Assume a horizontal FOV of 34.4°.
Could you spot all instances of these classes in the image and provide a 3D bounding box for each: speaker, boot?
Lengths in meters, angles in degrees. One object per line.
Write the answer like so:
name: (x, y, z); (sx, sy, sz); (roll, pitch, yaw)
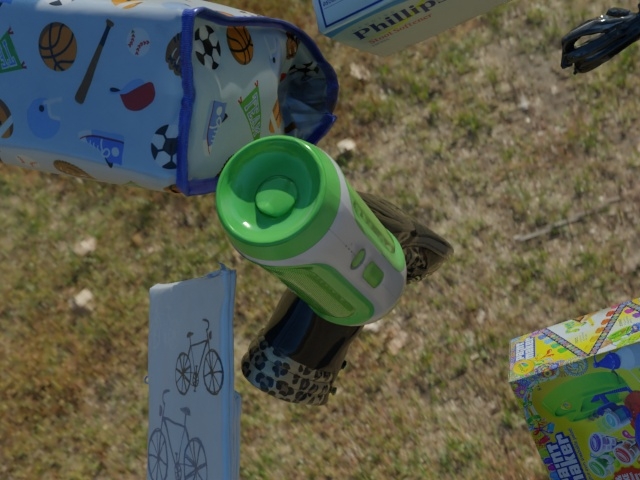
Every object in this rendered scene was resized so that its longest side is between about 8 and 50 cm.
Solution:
speaker: (0.000, 0.000, 1.051); (0.131, 0.296, 0.131); (-6, 70, 17)
boot: (0.043, 0.083, 1.466); (0.138, 0.377, 0.284); (33, 98, 17)

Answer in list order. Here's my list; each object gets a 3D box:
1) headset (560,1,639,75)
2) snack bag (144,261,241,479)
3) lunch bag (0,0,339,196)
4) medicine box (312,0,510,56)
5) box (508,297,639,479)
headset: (0.325, -0.002, 0.781); (0.185, 0.394, 0.243); (-17, 13, 21)
snack bag: (-0.181, 0.214, 1.449); (0.323, 0.037, 0.343); (-14, 75, 62)
lunch bag: (-0.191, -0.182, 1.268); (0.327, 0.385, 0.239); (12, 105, 22)
medicine box: (0.112, -0.407, 1.226); (0.263, 0.149, 0.289); (-19, 78, 32)
box: (0.491, 0.278, 1.696); (0.279, 0.290, 0.177); (-21, 13, 17)
